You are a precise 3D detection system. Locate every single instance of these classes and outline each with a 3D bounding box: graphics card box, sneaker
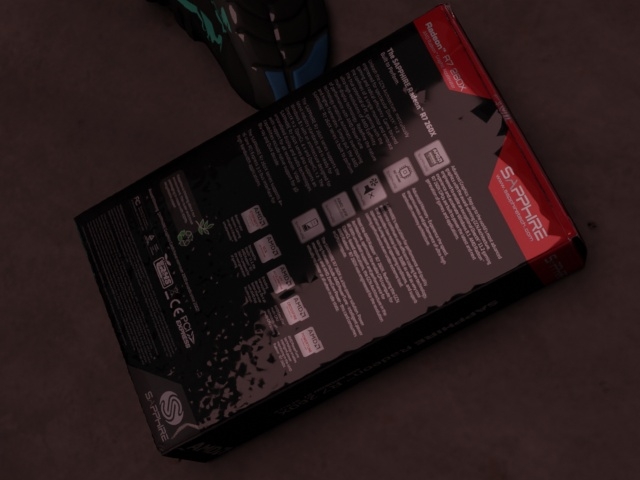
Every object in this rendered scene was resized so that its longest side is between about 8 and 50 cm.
[{"bbox_3d":[0.000,0.000,0.953,0.371,0.094,0.232,-29,69,9],"label":"graphics card box"},{"bbox_3d":[-0.105,-0.247,1.062,0.140,0.125,0.340,-39,67,37],"label":"sneaker"}]
